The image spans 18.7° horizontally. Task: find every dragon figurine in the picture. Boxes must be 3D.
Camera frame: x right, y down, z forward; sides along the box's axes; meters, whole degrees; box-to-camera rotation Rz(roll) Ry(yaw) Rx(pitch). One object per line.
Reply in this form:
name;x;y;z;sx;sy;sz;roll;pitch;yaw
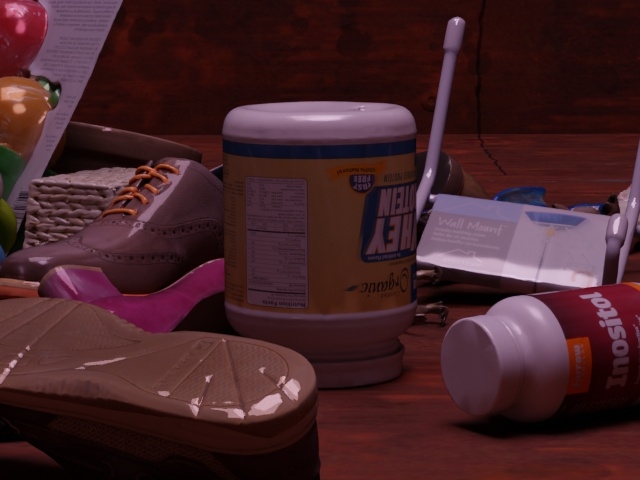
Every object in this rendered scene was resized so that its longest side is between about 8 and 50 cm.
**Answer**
dragon figurine;0.218;-0.008;1.935;0.289;0.085;0.144;-9;12;-42

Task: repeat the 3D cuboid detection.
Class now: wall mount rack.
wall mount rack;0.192;-0.066;1.792;0.350;0.130;0.304;9;39;12

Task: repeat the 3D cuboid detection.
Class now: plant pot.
plant pot;-0.261;-0.070;2.242;0.237;0.110;0.237;9;-4;1

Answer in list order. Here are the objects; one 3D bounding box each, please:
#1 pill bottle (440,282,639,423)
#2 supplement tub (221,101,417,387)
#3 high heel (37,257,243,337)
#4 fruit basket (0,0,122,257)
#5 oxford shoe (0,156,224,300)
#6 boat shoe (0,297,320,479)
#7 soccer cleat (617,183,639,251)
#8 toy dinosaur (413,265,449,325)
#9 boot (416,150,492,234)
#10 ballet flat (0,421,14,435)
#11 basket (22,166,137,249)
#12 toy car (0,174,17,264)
pill bottle;0.160;0.076;1.298;0.152;0.086;0.086;-6;9;-33
supplement tub;0.000;0.000;1.444;0.144;0.199;0.144;-1;8;0
high heel;-0.094;0.071;1.491;0.244;0.082;0.117;11;29;-45
fruit basket;-0.332;-0.147;2.075;0.165;0.353;0.327;37;-18;-35
oxford shoe;-0.170;-0.007;1.762;0.130;0.132;0.364;5;9;30
boat shoe;-0.122;0.099;1.122;0.285;0.092;0.103;7;29;31
soccer cleat;0.342;-0.031;2.143;0.068;0.076;0.196;6;10;40
toy dinosaur;0.060;0.045;1.664;0.092;0.053;0.183;1;8;23
boot;0.079;-0.036;2.245;0.115;0.112;0.305;31;-17;-35
ballet flat;-0.241;0.101;1.260;0.173;0.049;0.057;-1;8;-3
basket;-0.210;-0.016;1.945;0.113;0.103;0.167;4;8;26
toy car;-0.351;0.011;1.695;0.182;0.159;0.136;-2;42;-19
